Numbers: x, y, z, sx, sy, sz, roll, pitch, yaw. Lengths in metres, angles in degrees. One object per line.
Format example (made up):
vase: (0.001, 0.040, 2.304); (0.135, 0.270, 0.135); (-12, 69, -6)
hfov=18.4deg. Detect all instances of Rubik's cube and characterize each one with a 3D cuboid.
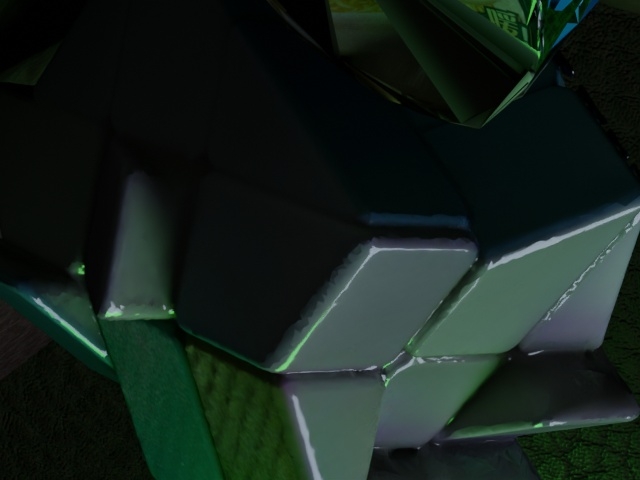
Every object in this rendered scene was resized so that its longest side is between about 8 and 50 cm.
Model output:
Rubik's cube: (0.000, 0.000, 1.186); (0.358, 0.387, 0.368); (2, 137, -41)

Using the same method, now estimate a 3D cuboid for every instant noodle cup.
instant noodle cup: (0.067, -0.197, 0.922); (0.178, 0.240, 0.240); (-44, -179, -21)

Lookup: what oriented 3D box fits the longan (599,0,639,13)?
longan: (0.241, -0.286, 1.330); (0.300, 0.243, 0.300); (-35, 156, -18)
